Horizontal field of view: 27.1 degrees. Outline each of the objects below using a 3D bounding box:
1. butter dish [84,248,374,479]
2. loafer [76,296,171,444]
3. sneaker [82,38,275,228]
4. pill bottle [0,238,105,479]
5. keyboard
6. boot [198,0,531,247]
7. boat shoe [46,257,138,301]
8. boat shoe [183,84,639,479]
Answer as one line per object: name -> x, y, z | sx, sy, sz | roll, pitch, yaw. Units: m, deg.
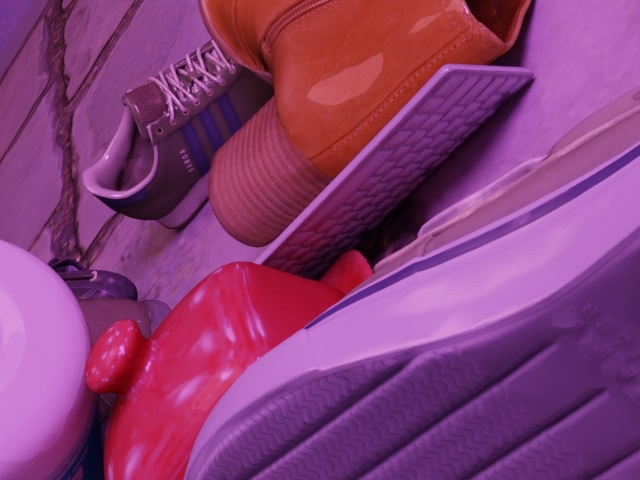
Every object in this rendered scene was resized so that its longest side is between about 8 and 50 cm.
butter dish -> -0.048, 0.073, 0.583 | 0.160, 0.118, 0.160 | -53, 23, 15
loafer -> -0.192, 0.114, 0.868 | 0.251, 0.087, 0.094 | -48, 37, 28
sneaker -> -0.090, -0.087, 0.898 | 0.192, 0.086, 0.064 | -52, 49, 24
pill bottle -> -0.181, 0.127, 0.675 | 0.264, 0.146, 0.146 | 96, -176, -50
keyboard -> 0.000, 0.000, 0.651 | 0.256, 0.014, 0.072 | -45, -18, 33
boot -> 0.029, -0.147, 0.740 | 0.211, 0.104, 0.295 | -38, 35, 33
boat shoe -> -0.200, 0.049, 1.002 | 0.076, 0.080, 0.228 | -60, 22, -17
boat shoe -> 0.077, 0.027, 0.422 | 0.302, 0.109, 0.094 | -34, 17, 32
